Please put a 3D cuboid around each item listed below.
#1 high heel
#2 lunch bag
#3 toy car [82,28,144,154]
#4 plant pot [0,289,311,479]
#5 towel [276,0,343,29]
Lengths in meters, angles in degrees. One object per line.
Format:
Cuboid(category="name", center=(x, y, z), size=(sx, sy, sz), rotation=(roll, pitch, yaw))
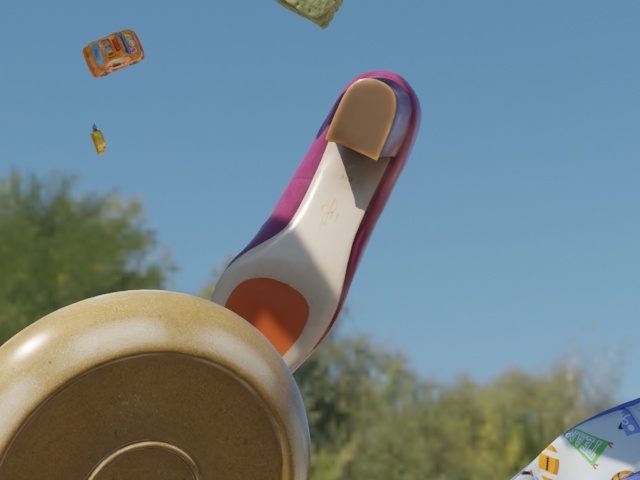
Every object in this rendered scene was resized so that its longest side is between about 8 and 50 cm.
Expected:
Cuboid(category="high heel", center=(0.000, 0.000, 1.770), size=(0.127, 0.377, 0.181), rotation=(32, 9, 6))
Cuboid(category="lunch bag", center=(0.298, 0.282, 1.892), size=(0.243, 0.115, 0.303), rotation=(-18, -23, -29))
Cuboid(category="toy car", center=(-0.196, -0.147, 1.642), size=(0.060, 0.122, 0.040), rotation=(-5, -9, -9))
Cuboid(category="plant pot", center=(-0.106, 0.145, 0.964), size=(0.236, 0.236, 0.032), rotation=(8, 10, -28))
Cuboid(category="towel", center=(-0.005, -0.286, 1.644), size=(0.110, 0.027, 0.148), rotation=(32, -59, -6))
